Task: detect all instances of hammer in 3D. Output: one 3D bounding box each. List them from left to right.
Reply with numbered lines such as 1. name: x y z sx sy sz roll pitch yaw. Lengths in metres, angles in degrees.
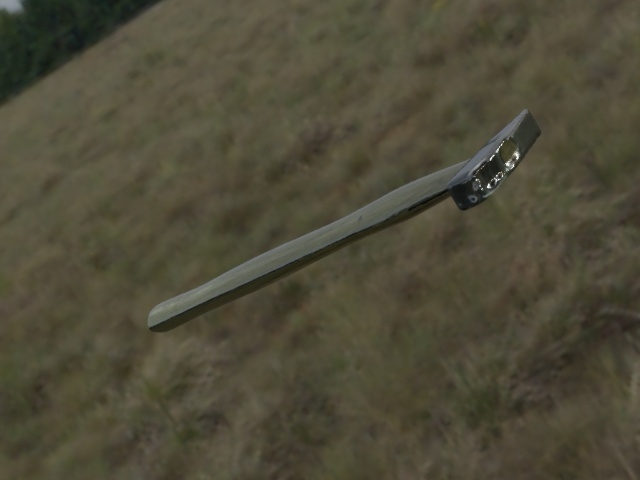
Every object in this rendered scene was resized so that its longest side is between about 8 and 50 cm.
1. hammer: 0.000 0.000 0.548 0.199 0.013 0.062 -25 12 41
